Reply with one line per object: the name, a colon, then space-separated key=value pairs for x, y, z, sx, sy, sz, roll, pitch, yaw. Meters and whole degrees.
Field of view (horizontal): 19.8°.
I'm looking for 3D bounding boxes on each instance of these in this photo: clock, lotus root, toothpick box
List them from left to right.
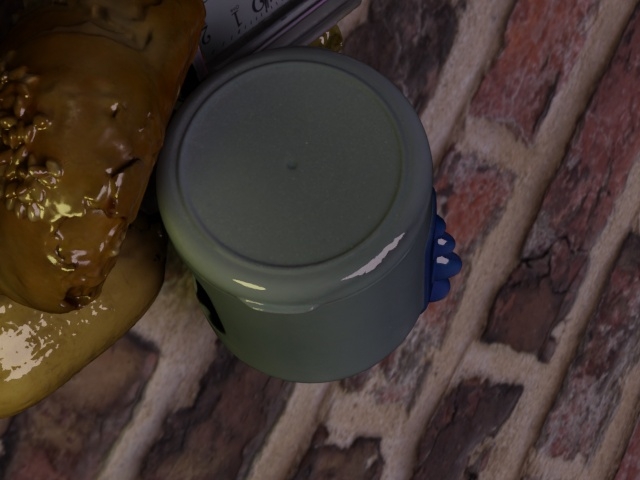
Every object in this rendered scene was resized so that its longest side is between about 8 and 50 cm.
lotus root: x=-0.253 y=0.060 z=1.582 sx=0.303 sy=0.131 sz=0.146 roll=-36 pitch=110 yaw=-32
clock: x=-0.068 y=-0.252 z=1.663 sx=0.253 sy=0.083 sz=0.186 roll=-40 pitch=135 yaw=-27
toothpick box: x=0.000 y=0.000 z=1.689 sx=0.263 sy=0.263 sz=0.354 roll=-53 pitch=165 yaw=-15

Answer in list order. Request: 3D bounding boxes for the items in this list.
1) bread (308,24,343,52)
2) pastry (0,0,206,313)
bread: x=-0.032 y=-0.173 z=1.762 sx=0.110 sy=0.060 sz=0.066 roll=-47 pitch=178 yaw=-21
pastry: x=-0.204 y=-0.095 z=1.462 sx=0.311 sy=0.162 sz=0.255 roll=-78 pitch=-166 yaw=-46
